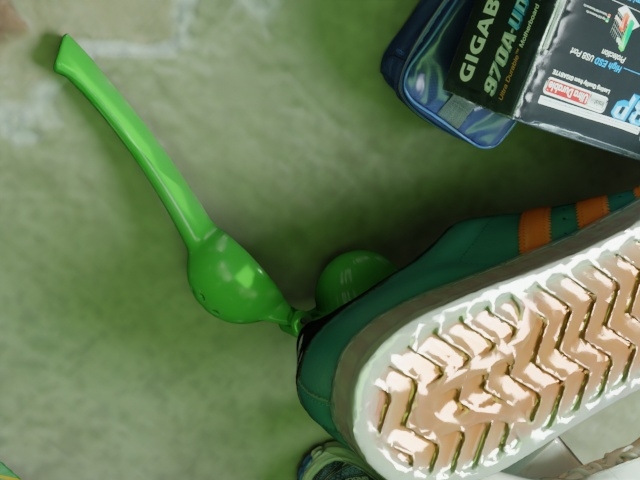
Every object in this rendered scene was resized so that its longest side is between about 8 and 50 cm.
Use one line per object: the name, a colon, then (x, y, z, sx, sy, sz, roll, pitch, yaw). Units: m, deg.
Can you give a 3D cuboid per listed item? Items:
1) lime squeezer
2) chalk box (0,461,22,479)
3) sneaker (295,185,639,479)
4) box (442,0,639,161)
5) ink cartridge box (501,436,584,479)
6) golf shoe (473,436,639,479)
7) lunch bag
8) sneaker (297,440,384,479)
lime squeezer: (0.000, 0.000, 0.650, 0.310, 0.059, 0.109, 17, 70, -15)
chalk box: (-0.190, 0.195, 0.560, 0.132, 0.213, 0.132, 39, 97, 10)
sneaker: (0.127, 0.020, 0.598, 0.302, 0.121, 0.108, -16, 107, -19)
box: (0.180, -0.121, 0.596, 0.220, 0.051, 0.175, 11, 105, -39)
ink cartridge box: (0.116, 0.141, 0.671, 0.067, 0.115, 0.198, -42, 110, 1)
golf shoe: (0.132, 0.122, 0.585, 0.176, 0.069, 0.086, 24, 79, -23)
lunch bag: (0.083, -0.098, 0.620, 0.067, 0.065, 0.098, 31, 99, -18)
sneaker: (0.046, 0.167, 0.696, 0.135, 0.058, 0.052, 32, 98, -18)
